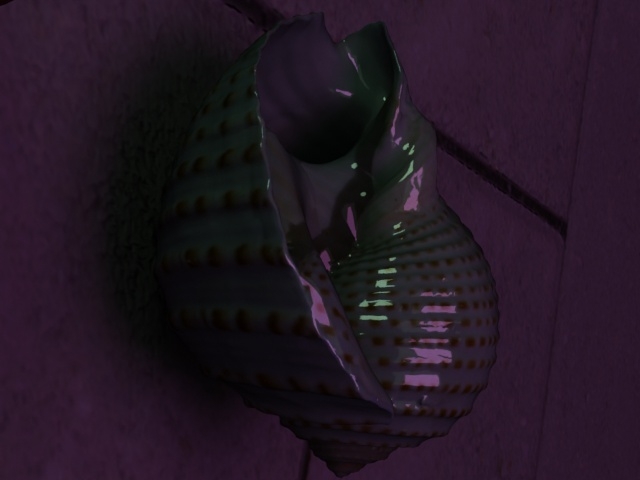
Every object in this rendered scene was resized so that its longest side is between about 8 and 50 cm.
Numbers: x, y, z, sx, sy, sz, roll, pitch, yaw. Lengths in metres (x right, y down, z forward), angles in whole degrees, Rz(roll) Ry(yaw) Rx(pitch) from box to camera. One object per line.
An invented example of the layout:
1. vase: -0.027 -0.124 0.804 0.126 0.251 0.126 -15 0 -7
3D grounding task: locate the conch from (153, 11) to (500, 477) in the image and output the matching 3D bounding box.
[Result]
1. conch: -0.012 0.010 1.072 0.303 0.215 0.319 13 56 -58

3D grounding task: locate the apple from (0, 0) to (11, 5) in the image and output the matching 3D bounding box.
1. apple: -0.212 -0.204 0.826 0.153 0.120 0.153 -16 108 -61
